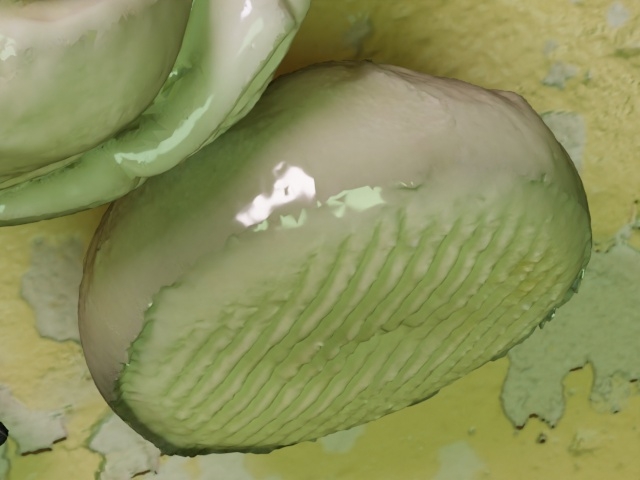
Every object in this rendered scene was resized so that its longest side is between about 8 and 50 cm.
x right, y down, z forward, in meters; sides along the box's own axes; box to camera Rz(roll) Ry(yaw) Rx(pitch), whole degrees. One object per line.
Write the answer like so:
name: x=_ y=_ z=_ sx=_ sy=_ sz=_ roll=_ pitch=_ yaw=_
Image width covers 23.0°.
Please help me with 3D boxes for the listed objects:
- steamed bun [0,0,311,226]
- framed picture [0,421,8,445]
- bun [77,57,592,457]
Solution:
steamed bun: x=-0.153 y=-0.116 z=0.668 sx=0.320 sy=0.275 sz=0.206 roll=-20 pitch=137 yaw=-53
framed picture: x=-0.370 y=0.134 z=0.855 sx=0.324 sy=0.013 sz=0.244 roll=-39 pitch=120 yaw=13
bun: x=0.000 y=0.000 z=0.819 sx=0.287 sy=0.146 sz=0.287 roll=-16 pitch=155 yaw=-8
